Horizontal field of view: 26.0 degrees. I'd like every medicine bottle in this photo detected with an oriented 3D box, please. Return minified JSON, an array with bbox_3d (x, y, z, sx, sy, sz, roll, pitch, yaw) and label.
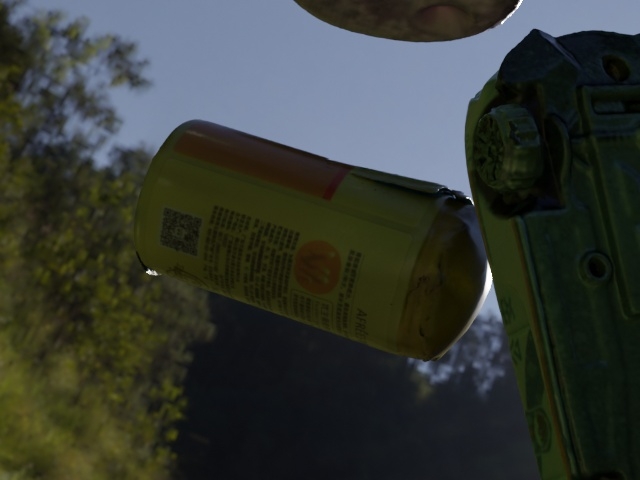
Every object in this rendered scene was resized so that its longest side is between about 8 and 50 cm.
[{"bbox_3d":[0.000,0.000,0.948,0.239,0.124,0.124,16,-28,15],"label":"medicine bottle"}]

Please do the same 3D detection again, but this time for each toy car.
[{"bbox_3d":[0.086,0.032,0.375,0.093,0.186,0.058,-4,-16,-21],"label":"toy car"}]

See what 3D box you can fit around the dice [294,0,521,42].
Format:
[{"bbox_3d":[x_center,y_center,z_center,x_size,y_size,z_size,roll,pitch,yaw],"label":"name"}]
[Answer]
[{"bbox_3d":[0.102,-0.391,1.505,0.270,0.270,0.271,9,-22,-9],"label":"dice"}]
